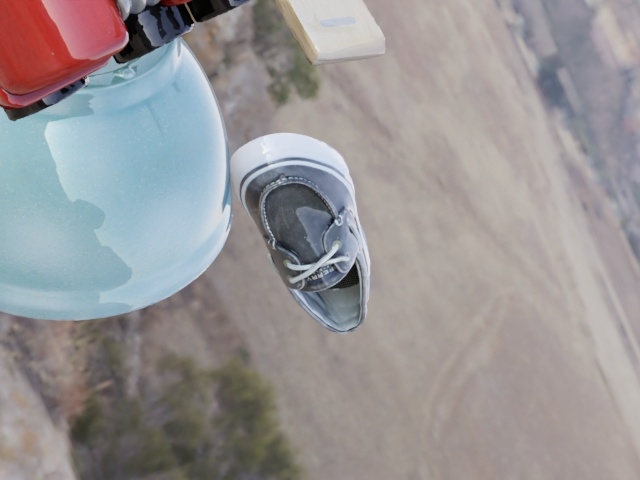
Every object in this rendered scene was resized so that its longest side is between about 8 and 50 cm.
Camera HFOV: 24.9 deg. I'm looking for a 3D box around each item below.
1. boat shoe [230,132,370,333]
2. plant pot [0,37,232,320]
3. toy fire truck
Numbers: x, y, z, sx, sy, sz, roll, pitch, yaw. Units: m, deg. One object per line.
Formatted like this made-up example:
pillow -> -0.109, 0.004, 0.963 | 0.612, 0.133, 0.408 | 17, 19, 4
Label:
boat shoe -> 0.000, 0.000, 1.595 | 0.335, 0.121, 0.119 | 53, 20, -58
plant pot -> -0.212, -0.106, 1.214 | 0.293, 0.293, 0.196 | -98, -167, -45
toy fire truck -> -0.090, -0.148, 0.837 | 0.158, 0.217, 0.246 | 64, -20, -14
